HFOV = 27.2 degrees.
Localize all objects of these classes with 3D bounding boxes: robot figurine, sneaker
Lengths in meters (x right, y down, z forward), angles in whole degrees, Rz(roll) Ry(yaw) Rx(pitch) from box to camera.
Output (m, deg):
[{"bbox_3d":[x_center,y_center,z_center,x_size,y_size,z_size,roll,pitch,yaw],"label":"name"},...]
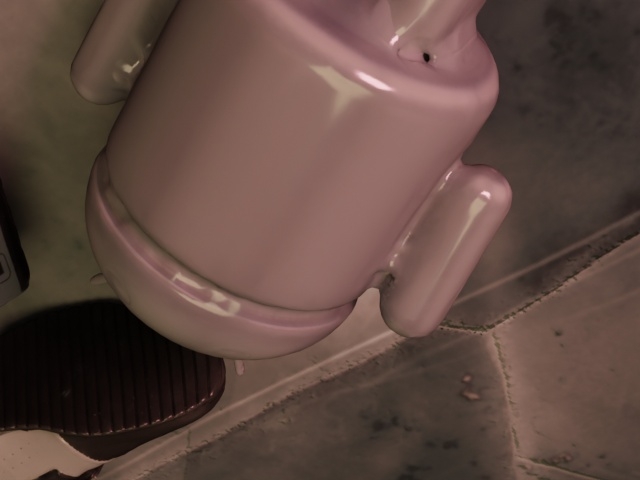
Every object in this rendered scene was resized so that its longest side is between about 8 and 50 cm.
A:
[{"bbox_3d":[-0.023,-0.064,0.846,0.300,0.200,0.353,39,120,8],"label":"robot figurine"},{"bbox_3d":[-0.224,0.149,1.059,0.331,0.122,0.146,-12,141,8],"label":"sneaker"}]

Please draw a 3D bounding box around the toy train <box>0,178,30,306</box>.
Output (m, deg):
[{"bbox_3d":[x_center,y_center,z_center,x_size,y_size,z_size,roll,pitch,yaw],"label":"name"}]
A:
[{"bbox_3d":[-0.319,-0.056,0.873,0.142,0.190,0.334,14,128,41],"label":"toy train"}]
